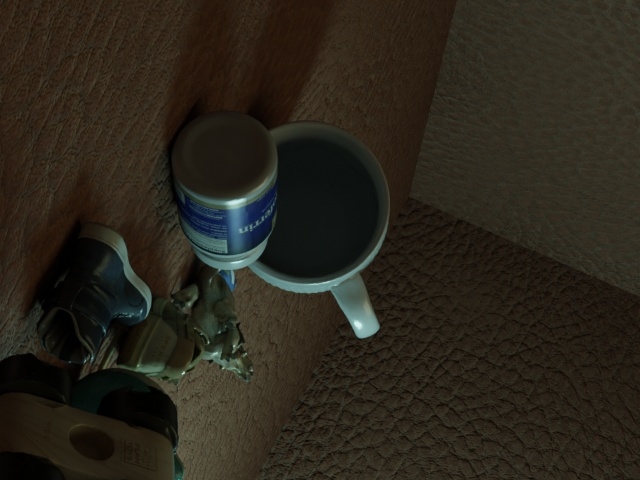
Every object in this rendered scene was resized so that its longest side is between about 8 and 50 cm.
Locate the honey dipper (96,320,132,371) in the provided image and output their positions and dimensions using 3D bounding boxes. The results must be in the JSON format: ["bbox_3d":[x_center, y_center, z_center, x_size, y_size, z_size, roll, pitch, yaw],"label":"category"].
[{"bbox_3d":[-0.317,0.168,1.986,0.161,0.030,0.030,-62,170,3],"label":"honey dipper"}]

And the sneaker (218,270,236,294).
[{"bbox_3d":[-0.180,0.087,2.438,0.144,0.053,0.059,102,13,-54],"label":"sneaker"}]

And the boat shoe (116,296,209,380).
[{"bbox_3d":[-0.237,0.168,2.069,0.341,0.110,0.122,-90,-156,-87],"label":"boat shoe"}]

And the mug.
[{"bbox_3d":[0.000,0.000,2.322,0.276,0.374,0.328,-28,174,-3],"label":"mug"}]

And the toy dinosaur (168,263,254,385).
[{"bbox_3d":[-0.188,0.129,2.335,0.200,0.127,0.296,-69,163,-66],"label":"toy dinosaur"}]

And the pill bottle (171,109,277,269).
[{"bbox_3d":[-0.141,-0.066,1.995,0.153,0.153,0.265,-62,170,-24],"label":"pill bottle"}]

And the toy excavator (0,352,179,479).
[{"bbox_3d":[-0.296,0.407,1.664,0.445,0.433,0.222,-57,-155,29],"label":"toy excavator"}]

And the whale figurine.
[{"bbox_3d":[-0.302,0.321,1.896,0.141,0.216,0.272,-21,118,-68],"label":"whale figurine"}]

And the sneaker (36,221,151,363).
[{"bbox_3d":[-0.292,0.099,1.725,0.226,0.086,0.163,75,29,-60],"label":"sneaker"}]
